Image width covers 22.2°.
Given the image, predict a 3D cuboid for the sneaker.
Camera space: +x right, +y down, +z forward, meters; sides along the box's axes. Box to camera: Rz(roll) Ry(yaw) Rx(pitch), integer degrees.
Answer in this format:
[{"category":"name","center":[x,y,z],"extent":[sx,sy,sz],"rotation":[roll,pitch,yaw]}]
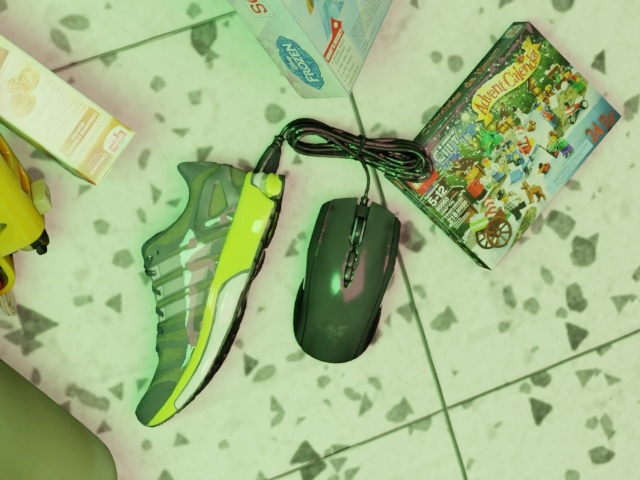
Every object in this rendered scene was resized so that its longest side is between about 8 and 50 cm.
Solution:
[{"category":"sneaker","center":[-0.138,0.052,1.711],"extent":[0.121,0.111,0.300],"rotation":[22,93,5]}]

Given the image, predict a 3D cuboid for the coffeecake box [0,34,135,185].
[{"category":"coffeecake box","center":[-0.287,-0.137,1.607],"extent":[0.185,0.142,0.068],"rotation":[36,84,-18]}]

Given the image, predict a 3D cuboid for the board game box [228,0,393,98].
[{"category":"board game box","center":[-0.014,-0.359,1.582],"extent":[0.318,0.066,0.319],"rotation":[52,51,-40]}]

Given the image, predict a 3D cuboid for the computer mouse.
[{"category":"computer mouse","center":[0.000,0.000,1.747],"extent":[0.184,0.060,0.262],"rotation":[19,100,-3]}]

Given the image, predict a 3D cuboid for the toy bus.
[{"category":"toy bus","center":[-0.314,-0.029,1.582],"extent":[0.104,0.202,0.191],"rotation":[-23,87,5]}]

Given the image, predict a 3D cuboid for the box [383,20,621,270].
[{"category":"box","center":[0.204,-0.106,1.820],"extent":[0.159,0.044,0.233],"rotation":[42,83,-18]}]

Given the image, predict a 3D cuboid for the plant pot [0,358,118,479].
[{"category":"plant pot","center":[-0.362,0.234,1.569],"extent":[0.280,0.323,0.323],"rotation":[29,87,-36]}]
